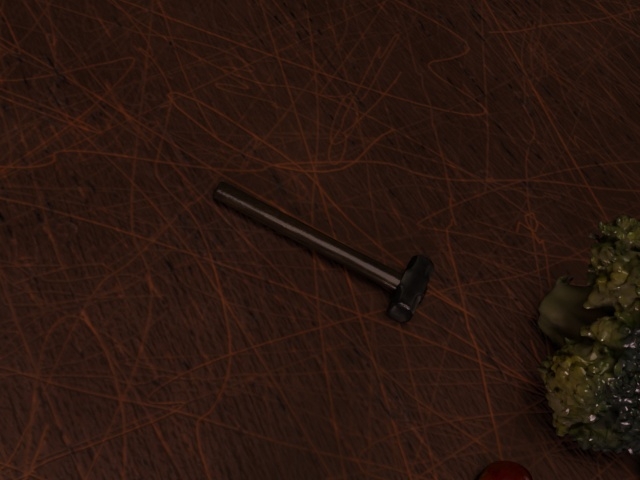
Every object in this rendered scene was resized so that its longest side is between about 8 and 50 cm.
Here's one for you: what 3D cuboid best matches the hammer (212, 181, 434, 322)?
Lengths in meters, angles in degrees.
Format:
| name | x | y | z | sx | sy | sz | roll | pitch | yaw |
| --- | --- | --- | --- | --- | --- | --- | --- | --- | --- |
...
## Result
| name | x | y | z | sx | sy | sz | roll | pitch | yaw |
| --- | --- | --- | --- | --- | --- | --- | --- | --- | --- |
| hammer | 0.000 | 0.000 | 1.589 | 0.365 | 0.043 | 0.111 | 28 | 52 | 4 |

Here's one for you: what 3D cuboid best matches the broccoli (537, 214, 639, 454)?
| name | x | y | z | sx | sy | sz | roll | pitch | yaw |
| --- | --- | --- | --- | --- | --- | --- | --- | --- | --- |
| broccoli | 0.458 | 0.150 | 1.531 | 0.293 | 0.348 | 0.281 | 33 | 2 | -43 |

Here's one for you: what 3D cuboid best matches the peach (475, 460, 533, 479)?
| name | x | y | z | sx | sy | sz | roll | pitch | yaw |
| --- | --- | --- | --- | --- | --- | --- | --- | --- | --- |
| peach | 0.261 | 0.346 | 1.410 | 0.098 | 0.061 | 0.098 | 6 | 50 | -7 |
